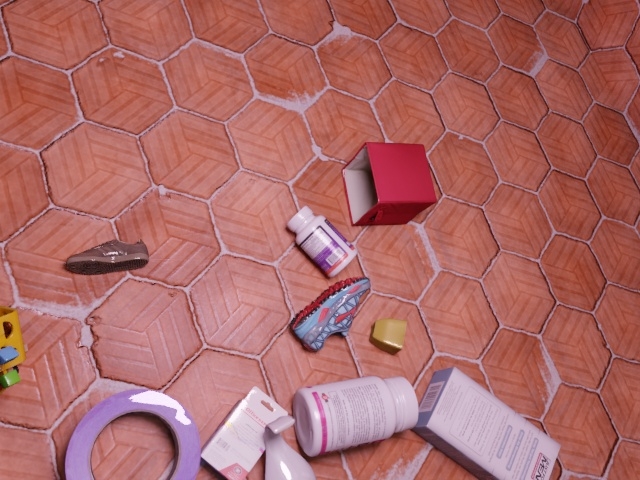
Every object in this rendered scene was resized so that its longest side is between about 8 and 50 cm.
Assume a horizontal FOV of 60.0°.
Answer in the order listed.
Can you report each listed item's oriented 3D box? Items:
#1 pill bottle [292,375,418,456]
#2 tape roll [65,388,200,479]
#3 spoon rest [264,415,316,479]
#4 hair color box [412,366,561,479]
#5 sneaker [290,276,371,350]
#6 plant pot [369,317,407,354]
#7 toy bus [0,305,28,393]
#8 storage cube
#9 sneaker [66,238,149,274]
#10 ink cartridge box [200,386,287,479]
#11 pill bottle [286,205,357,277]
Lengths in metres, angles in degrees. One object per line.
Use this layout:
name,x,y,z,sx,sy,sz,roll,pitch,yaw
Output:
pill bottle,0.087,0.425,1.371,0.283,0.160,0.160,-4,72,-22
tape roll,-0.405,0.469,1.209,0.275,0.090,0.275,7,69,-19
spoon rest,-0.078,0.523,1.280,0.137,0.084,0.276,-20,112,-31
hair color box,0.444,0.528,1.495,0.374,0.113,0.185,37,63,-4
sneaker,0.042,0.196,1.491,0.262,0.104,0.125,-35,103,-24
plant pot,0.181,0.257,1.517,0.083,0.081,0.081,15,66,-2
toy bus,-0.682,0.239,1.177,0.191,0.202,0.104,49,31,10
storage cube,0.196,-0.159,1.617,0.193,0.183,0.215,-3,71,-23
sneaker,-0.519,0.036,1.351,0.188,0.066,0.071,-2,55,-27
ink cartridge box,-0.181,0.458,1.310,0.115,0.067,0.198,41,64,-3
pill bottle,0.000,0.000,1.525,0.193,0.108,0.108,46,62,0
